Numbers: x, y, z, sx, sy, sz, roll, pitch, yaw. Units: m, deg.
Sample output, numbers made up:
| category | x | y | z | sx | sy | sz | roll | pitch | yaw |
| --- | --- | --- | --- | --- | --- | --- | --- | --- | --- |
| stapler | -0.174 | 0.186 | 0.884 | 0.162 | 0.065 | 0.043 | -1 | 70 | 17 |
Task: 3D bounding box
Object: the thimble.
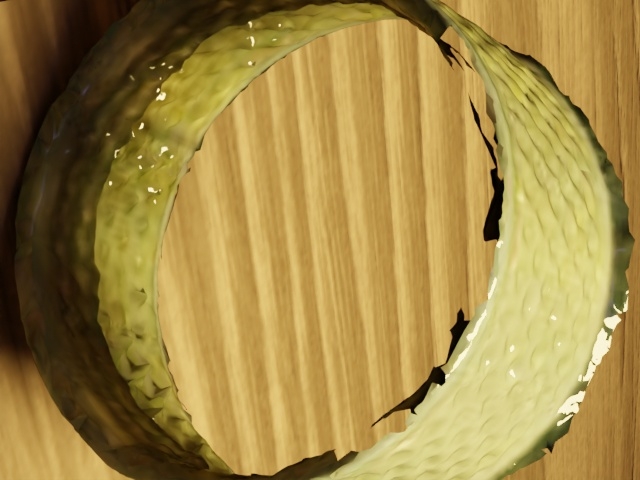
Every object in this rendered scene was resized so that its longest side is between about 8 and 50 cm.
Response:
| category | x | y | z | sx | sy | sz | roll | pitch | yaw |
| --- | --- | --- | --- | --- | --- | --- | --- | --- | --- |
| thimble | 0.000 | 0.000 | 0.886 | 0.150 | 0.270 | 0.271 | 21 | 86 | -62 |
